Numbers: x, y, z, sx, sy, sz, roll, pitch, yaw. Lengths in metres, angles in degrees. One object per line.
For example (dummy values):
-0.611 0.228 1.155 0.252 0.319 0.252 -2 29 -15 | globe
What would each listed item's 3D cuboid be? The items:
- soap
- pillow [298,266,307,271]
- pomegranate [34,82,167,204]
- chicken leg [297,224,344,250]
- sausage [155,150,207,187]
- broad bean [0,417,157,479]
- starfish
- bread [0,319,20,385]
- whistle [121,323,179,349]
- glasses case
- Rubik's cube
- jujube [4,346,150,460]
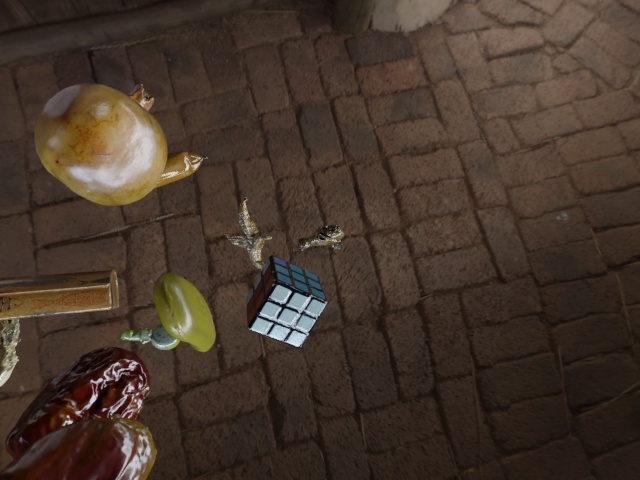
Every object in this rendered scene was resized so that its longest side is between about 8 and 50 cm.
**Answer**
-0.168 0.093 0.523 0.045 0.140 0.089 -21 68 -8 | soap
-0.110 0.150 1.661 0.051 0.241 0.093 -24 73 23 | pillow
-0.447 -0.215 0.879 0.270 0.229 0.252 -54 127 -11 | pomegranate
0.000 -0.005 1.676 0.196 0.125 0.080 -7 53 1 | chicken leg
-0.619 -0.289 1.663 0.328 0.112 0.112 -24 77 -15 | sausage
-0.385 0.371 0.656 0.229 0.122 0.156 -15 79 -40 | broad bean
-0.288 -0.035 1.667 0.084 0.293 0.301 -33 68 -29 | starfish
-0.824 0.297 0.999 0.182 0.039 0.251 -35 42 -8 | bread
-0.603 0.344 1.471 0.198 0.057 0.104 4 37 -19 | whistle
-0.282 0.052 0.376 0.170 0.065 0.041 -2 85 -20 | glasses case
-0.097 0.164 1.112 0.162 0.160 0.163 24 105 -20 | Rubik's cube
-0.687 0.494 1.204 0.276 0.276 0.377 41 45 8 | jujube
